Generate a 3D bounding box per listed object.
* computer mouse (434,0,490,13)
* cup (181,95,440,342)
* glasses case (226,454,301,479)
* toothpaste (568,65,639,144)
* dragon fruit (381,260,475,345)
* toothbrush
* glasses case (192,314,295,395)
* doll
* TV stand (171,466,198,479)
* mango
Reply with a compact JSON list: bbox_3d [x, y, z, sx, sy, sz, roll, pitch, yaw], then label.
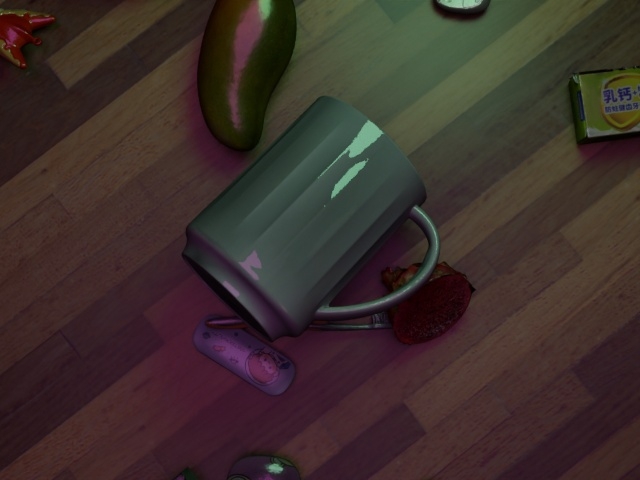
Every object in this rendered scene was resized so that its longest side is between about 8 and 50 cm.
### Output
[{"bbox_3d":[0.235,-0.407,1.803,0.096,0.039,0.066,6,85,9],"label":"computer mouse"},{"bbox_3d":[0.000,0.000,1.652,0.323,0.237,0.327,41,78,11],"label":"cup"},{"bbox_3d":[-0.096,0.499,1.719,0.123,0.076,0.317,3,86,1],"label":"glasses case"},{"bbox_3d":[0.572,-0.233,1.765,0.327,0.077,0.110,-8,88,0],"label":"toothpaste"},{"bbox_3d":[0.158,0.076,1.741,0.153,0.153,0.111,-33,51,-2],"label":"dragon fruit"},{"bbox_3d":[-0.025,0.133,1.754,0.320,0.023,0.031,-1,77,-8],"label":"toothbrush"},{"bbox_3d":[-0.124,0.186,1.759,0.178,0.045,0.067,32,80,3],"label":"glasses case"},{"bbox_3d":[-0.535,-0.352,1.805,0.169,0.057,0.109,19,69,17],"label":"doll"},{"bbox_3d":[-0.293,0.480,1.723,0.269,0.083,0.088,-40,85,-3],"label":"TV stand"},{"bbox_3d":[-0.125,-0.295,1.755,0.146,0.129,0.289,20,90,-7],"label":"mango"}]
